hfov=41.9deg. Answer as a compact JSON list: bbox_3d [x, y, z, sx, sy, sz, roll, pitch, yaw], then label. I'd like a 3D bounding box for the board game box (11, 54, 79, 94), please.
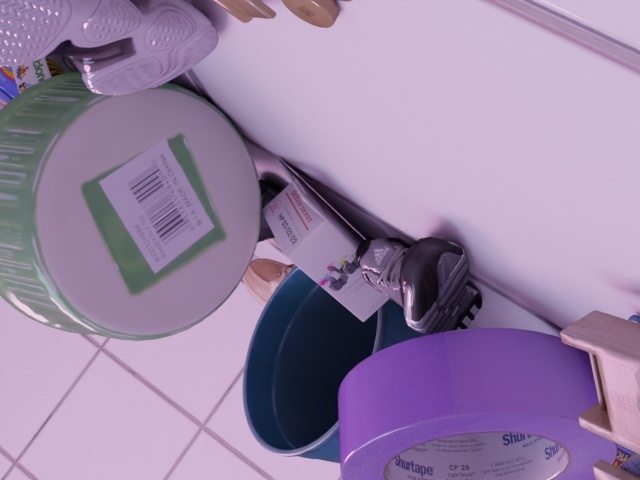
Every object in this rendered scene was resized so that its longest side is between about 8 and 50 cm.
[{"bbox_3d":[-0.283,-0.124,1.122,0.193,0.053,0.305,65,-170,26],"label":"board game box"}]

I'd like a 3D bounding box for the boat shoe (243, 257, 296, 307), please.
[{"bbox_3d":[-0.030,0.085,1.522,0.302,0.109,0.098,28,129,42],"label":"boat shoe"}]

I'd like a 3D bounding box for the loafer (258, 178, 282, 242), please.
[{"bbox_3d":[-0.080,-0.030,1.122,0.076,0.078,0.223,36,171,-7],"label":"loafer"}]

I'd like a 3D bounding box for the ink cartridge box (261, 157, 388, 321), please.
[{"bbox_3d":[0.000,0.000,0.939,0.181,0.061,0.104,42,-171,-35],"label":"ink cartridge box"}]

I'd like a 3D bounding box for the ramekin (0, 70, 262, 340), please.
[{"bbox_3d":[-0.211,-0.035,0.910,0.303,0.303,0.148,42,160,-34],"label":"ramekin"}]

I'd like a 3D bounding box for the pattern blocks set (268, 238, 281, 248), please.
[{"bbox_3d":[-0.143,-0.058,1.386,0.285,0.026,0.325,26,167,46],"label":"pattern blocks set"}]

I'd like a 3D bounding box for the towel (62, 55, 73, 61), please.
[{"bbox_3d":[-0.293,-0.263,0.856,0.248,0.038,0.325,42,170,-33],"label":"towel"}]

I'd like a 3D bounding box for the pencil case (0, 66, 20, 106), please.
[{"bbox_3d":[-0.479,-0.269,1.209,0.306,0.133,0.119,36,138,-10],"label":"pencil case"}]

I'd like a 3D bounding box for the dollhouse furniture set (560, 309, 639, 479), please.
[{"bbox_3d":[0.281,0.131,0.597,0.129,0.129,0.184,19,131,60],"label":"dollhouse furniture set"}]

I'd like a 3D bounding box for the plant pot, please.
[{"bbox_3d":[0.077,0.180,1.115,0.255,0.272,0.271,26,178,-33],"label":"plant pot"}]

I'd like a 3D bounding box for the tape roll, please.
[{"bbox_3d":[0.156,0.195,0.862,0.274,0.090,0.275,0,144,0],"label":"tape roll"}]

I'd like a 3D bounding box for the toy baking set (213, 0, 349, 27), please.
[{"bbox_3d":[-0.078,-0.193,0.443,0.196,0.030,0.256,22,171,35],"label":"toy baking set"}]

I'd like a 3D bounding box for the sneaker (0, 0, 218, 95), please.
[{"bbox_3d":[-0.173,-0.193,0.573,0.153,0.101,0.268,66,-157,7],"label":"sneaker"}]

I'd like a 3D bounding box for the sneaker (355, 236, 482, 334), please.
[{"bbox_3d":[0.081,0.033,0.842,0.132,0.086,0.229,34,172,25],"label":"sneaker"}]

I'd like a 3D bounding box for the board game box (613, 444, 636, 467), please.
[{"bbox_3d":[0.417,0.338,1.156,0.302,0.086,0.308,42,169,-35],"label":"board game box"}]
